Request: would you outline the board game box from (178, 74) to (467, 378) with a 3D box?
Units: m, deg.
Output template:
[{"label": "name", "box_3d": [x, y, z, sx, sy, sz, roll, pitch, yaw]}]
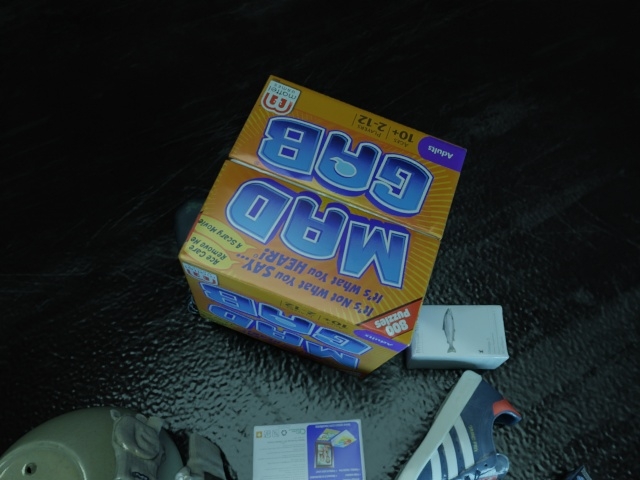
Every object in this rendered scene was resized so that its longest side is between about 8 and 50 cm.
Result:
[{"label": "board game box", "box_3d": [0.000, 0.000, 0.973, 0.356, 0.356, 0.356, 21, 67, 1]}]

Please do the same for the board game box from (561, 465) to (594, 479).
[{"label": "board game box", "box_3d": [0.415, 0.511, 0.878, 0.194, 0.060, 0.194, -17, 58, -19]}]

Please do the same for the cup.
[{"label": "cup", "box_3d": [-0.417, 0.431, 0.880, 0.331, 0.237, 0.331, -1, 65, 1]}]

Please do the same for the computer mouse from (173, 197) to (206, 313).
[{"label": "computer mouse", "box_3d": [-0.244, 0.006, 1.164, 0.188, 0.072, 0.272, -23, 66, -8]}]

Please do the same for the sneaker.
[{"label": "sneaker", "box_3d": [0.232, 0.397, 0.919, 0.148, 0.131, 0.350, 34, 65, 18]}]

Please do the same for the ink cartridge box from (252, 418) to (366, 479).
[{"label": "ink cartridge box", "box_3d": [-0.021, 0.435, 0.952, 0.206, 0.045, 0.208, -5, 57, 4]}]

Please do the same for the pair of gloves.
[{"label": "pair of gloves", "box_3d": [-0.245, 0.378, 0.878, 0.042, 0.240, 0.204, -49, 29, 2]}]

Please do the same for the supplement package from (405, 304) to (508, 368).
[{"label": "supplement package", "box_3d": [0.259, 0.191, 1.041, 0.179, 0.105, 0.105, -1, 65, 2]}]
